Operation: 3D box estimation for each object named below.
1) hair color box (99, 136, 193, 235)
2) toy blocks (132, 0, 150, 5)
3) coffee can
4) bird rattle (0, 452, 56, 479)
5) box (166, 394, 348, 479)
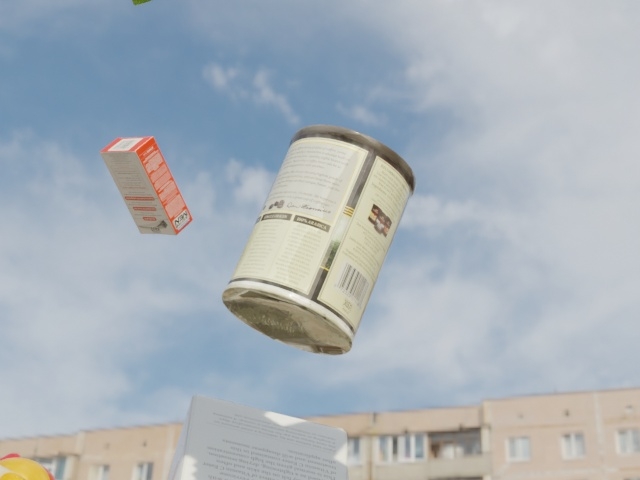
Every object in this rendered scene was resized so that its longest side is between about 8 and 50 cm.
[{"bbox_3d":[-0.292,-0.091,1.857,0.093,0.053,0.167,3,-54,39],"label":"hair color box"},{"bbox_3d":[-0.014,-0.363,0.845,0.381,0.191,0.261,-11,-74,30],"label":"toy blocks"},{"bbox_3d":[0.000,0.000,1.607,0.201,0.275,0.201,20,-23,9],"label":"coffee can"},{"bbox_3d":[-0.303,0.243,1.022,0.207,0.143,0.253,16,-35,37],"label":"bird rattle"},{"bbox_3d":[-0.079,0.341,1.016,0.168,0.345,0.215,15,-63,-8],"label":"box"}]
